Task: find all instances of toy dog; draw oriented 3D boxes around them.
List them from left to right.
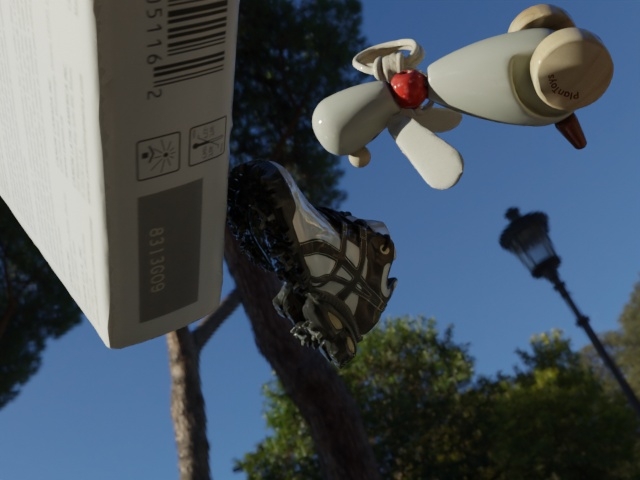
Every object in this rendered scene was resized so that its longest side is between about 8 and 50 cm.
[{"bbox_3d":[0.176,-0.145,0.990,0.333,0.220,0.161,-7,-60,31],"label":"toy dog"}]

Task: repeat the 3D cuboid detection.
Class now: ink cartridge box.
[{"bbox_3d":[-0.188,-0.165,0.554,0.091,0.385,0.308,-21,-43,-30],"label":"ink cartridge box"}]

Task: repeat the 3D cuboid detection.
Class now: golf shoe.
[{"bbox_3d":[0.000,0.000,0.591,0.094,0.077,0.198,-42,-37,-15],"label":"golf shoe"}]
